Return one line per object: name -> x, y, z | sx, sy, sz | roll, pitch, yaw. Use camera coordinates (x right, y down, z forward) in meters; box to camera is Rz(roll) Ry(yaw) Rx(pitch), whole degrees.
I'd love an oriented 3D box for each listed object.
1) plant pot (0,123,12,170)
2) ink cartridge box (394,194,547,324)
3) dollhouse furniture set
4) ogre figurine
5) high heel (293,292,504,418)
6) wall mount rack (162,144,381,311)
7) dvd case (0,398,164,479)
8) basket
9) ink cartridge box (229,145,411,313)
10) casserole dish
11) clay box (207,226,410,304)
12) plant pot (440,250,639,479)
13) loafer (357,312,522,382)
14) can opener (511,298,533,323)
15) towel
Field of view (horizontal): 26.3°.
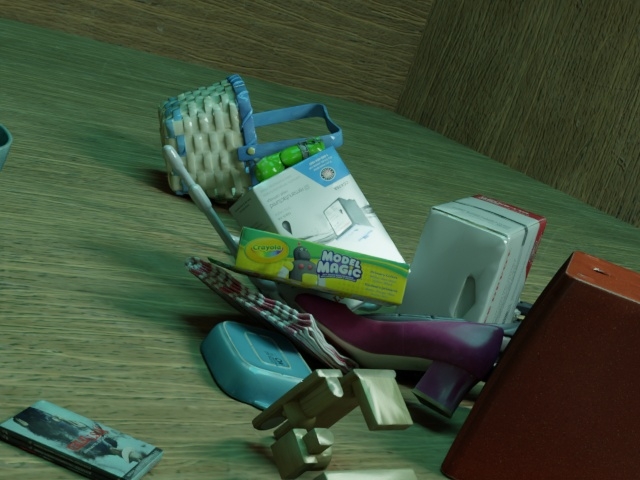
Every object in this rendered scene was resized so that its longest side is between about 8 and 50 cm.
plant pot -> -0.453, -0.045, 1.258 | 0.290, 0.195, 0.290 | 19, 12, -4
ink cartridge box -> 0.201, 0.053, 1.853 | 0.114, 0.197, 0.273 | 21, 12, 16
dollhouse furniture set -> 0.006, 0.212, 1.248 | 0.144, 0.123, 0.151 | 7, 52, -44
ogre figurine -> -0.041, -0.060, 2.104 | 0.118, 0.197, 0.097 | -3, 3, -11
high heel -> 0.086, 0.096, 1.568 | 0.244, 0.117, 0.082 | 30, -13, 32
wall mount rack -> -0.070, -0.008, 1.858 | 0.304, 0.130, 0.350 | 14, 12, -20
dvd case -> -0.199, 0.170, 1.145 | 0.119, 0.013, 0.087 | 22, 12, 9
basket -> -0.118, -0.173, 2.270 | 0.289, 0.201, 0.255 | -12, 16, -3
ink cartridge box -> 0.000, 0.000, 1.705 | 0.140, 0.082, 0.190 | -30, 85, -32
casserole dish -> -0.063, 0.132, 1.472 | 0.114, 0.037, 0.188 | 15, 14, -20
clay box -> -0.016, 0.028, 1.573 | 0.222, 0.053, 0.127 | 14, -5, -3
plant pot -> 0.311, 0.159, 1.464 | 0.267, 0.235, 0.267 | 22, 12, 10
loafer -> 0.172, 0.142, 1.659 | 0.302, 0.095, 0.109 | 4, -8, -3
can opener -> 0.302, 0.114, 2.070 | 0.186, 0.059, 0.073 | 8, 16, -41
towel -> -0.055, 0.086, 1.579 | 0.197, 0.029, 0.144 | 29, -11, 36
